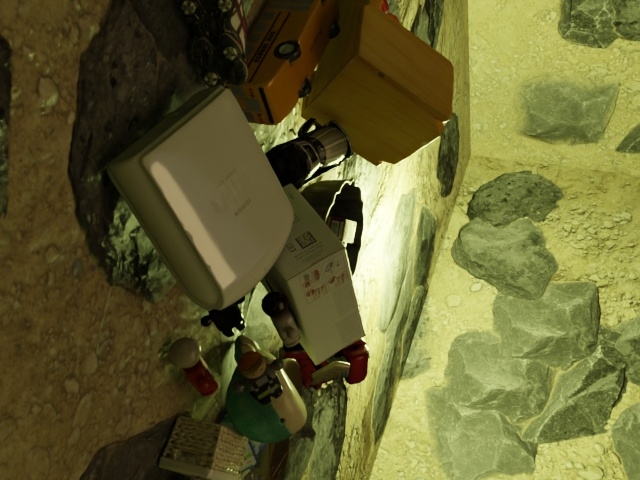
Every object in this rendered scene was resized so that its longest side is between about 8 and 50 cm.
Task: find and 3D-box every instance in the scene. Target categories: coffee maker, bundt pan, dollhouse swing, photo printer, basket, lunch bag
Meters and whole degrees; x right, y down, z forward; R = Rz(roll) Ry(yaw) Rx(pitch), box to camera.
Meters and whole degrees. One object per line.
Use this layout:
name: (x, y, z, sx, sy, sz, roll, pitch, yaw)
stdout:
coffee maker: (-0.037, -0.170, 1.582, 0.178, 0.120, 0.171, -33, 160, -47)
bundt pan: (0.000, 0.000, 1.786, 0.331, 0.124, 0.330, 9, 90, -70)
dollhouse swing: (0.146, -0.398, 1.568, 0.304, 0.315, 0.347, -62, -168, -20)
photo printer: (-0.172, -0.059, 1.160, 0.256, 0.107, 0.307, -52, 125, -42)
basket: (-0.222, 0.415, 1.402, 0.167, 0.113, 0.103, 61, 39, -61)
lunch bag: (-0.179, 0.437, 1.567, 0.151, 0.096, 0.128, -49, 148, -31)

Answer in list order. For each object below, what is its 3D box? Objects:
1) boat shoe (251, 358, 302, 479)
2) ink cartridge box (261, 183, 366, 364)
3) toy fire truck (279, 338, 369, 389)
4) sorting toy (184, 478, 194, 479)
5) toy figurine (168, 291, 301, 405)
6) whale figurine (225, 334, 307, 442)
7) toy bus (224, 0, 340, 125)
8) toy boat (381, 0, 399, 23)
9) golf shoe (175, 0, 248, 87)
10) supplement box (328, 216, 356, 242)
boat shoe: (-0.120, 0.420, 1.707, 0.109, 0.098, 0.302, -6, 107, -56)
ink cartridge box: (-0.049, 0.052, 1.444, 0.130, 0.272, 0.309, -30, 142, -12)
toy fire truck: (0.032, 0.304, 1.764, 0.246, 0.217, 0.158, -139, -133, -60)
sorting toy: (-0.269, 0.545, 1.430, 0.274, 0.046, 0.132, 53, 50, -63)
toy figurine: (-0.154, 0.185, 1.334, 0.148, 0.210, 0.213, 69, 35, -45)
whale figurine: (-0.136, 0.305, 1.471, 0.141, 0.272, 0.216, -33, 121, -8)
toy bus: (-0.068, -0.380, 1.406, 0.108, 0.130, 0.332, 71, 35, -52)
toy boat: (0.130, -0.554, 1.831, 0.231, 0.151, 0.150, -57, 150, -47)
golf shoe: (-0.176, -0.392, 1.190, 0.120, 0.105, 0.272, -84, 174, -49)
supplement box: (0.048, -0.023, 1.662, 0.083, 0.043, 0.054, 5, 94, -71)
